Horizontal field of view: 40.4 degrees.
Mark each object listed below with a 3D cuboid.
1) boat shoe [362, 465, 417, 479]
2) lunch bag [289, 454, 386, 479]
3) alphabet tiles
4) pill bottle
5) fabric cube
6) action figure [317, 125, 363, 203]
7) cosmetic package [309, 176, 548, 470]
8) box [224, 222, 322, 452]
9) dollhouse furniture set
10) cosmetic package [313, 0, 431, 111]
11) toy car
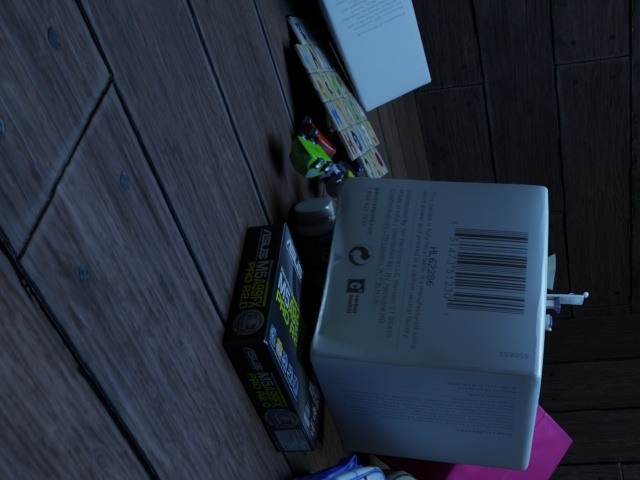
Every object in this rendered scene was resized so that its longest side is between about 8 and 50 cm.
[{"bbox_3d":[0.172,0.589,1.668,0.187,0.156,0.500,-54,132,-26],"label":"boat shoe"},{"bbox_3d":[0.020,0.452,1.293,0.303,0.115,0.243,15,68,-68],"label":"lunch bag"},{"bbox_3d":[0.038,-0.272,1.672,0.342,0.011,0.285,63,16,-4],"label":"alphabet tiles"},{"bbox_3d":[0.000,0.000,1.503,0.078,0.078,0.137,-68,149,-62],"label":"pill bottle"},{"bbox_3d":[0.295,0.408,1.748,0.259,0.254,0.258,44,75,-32],"label":"fabric cube"},{"bbox_3d":[0.050,-0.145,1.705,0.285,0.099,0.185,-79,145,-67],"label":"action figure"},{"bbox_3d":[0.191,0.144,1.421,0.393,0.327,0.329,75,22,-55],"label":"cosmetic package"},{"bbox_3d":[-0.054,0.144,1.263,0.216,0.060,0.270,-81,160,-44],"label":"box"},{"bbox_3d":[0.408,0.085,1.450,0.114,0.081,0.091,78,18,-52],"label":"dollhouse furniture set"},{"bbox_3d":[0.069,-0.482,1.673,0.453,0.161,0.230,59,7,-61],"label":"cosmetic package"},{"bbox_3d":[-0.001,-0.131,1.483,0.239,0.053,0.225,54,15,17],"label":"toy car"}]
